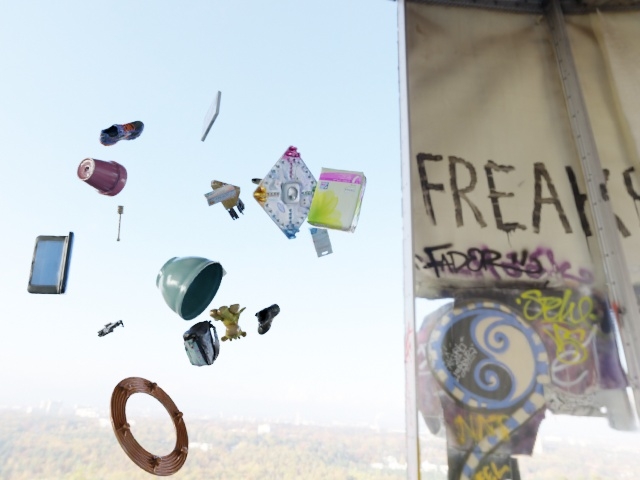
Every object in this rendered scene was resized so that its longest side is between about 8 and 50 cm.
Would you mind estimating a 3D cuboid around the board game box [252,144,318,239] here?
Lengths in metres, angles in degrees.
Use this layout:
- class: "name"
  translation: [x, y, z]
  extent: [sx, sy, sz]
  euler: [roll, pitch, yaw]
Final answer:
- class: "board game box"
  translation: [-0.155, -0.263, 2.276]
  extent: [0.050, 0.389, 0.390]
  euler: [11, -31, 43]

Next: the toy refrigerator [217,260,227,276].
- class: "toy refrigerator"
  translation: [-0.615, 0.216, 2.080]
  extent: [0.102, 0.269, 0.094]
  euler: [-19, -71, 40]

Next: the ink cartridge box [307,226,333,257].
- class: "ink cartridge box"
  translation: [0.000, 0.000, 2.380]
  extent: [0.105, 0.181, 0.061]
  euler: [-17, 13, -12]

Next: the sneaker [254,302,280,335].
- class: "sneaker"
  translation: [-0.317, 0.439, 2.207]
  extent: [0.130, 0.087, 0.227]
  euler: [-8, -39, -48]

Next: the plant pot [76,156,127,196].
- class: "plant pot"
  translation: [-1.172, -0.350, 2.159]
  extent: [0.202, 0.201, 0.180]
  euler: [-6, -14, 21]

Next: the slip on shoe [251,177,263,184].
- class: "slip on shoe"
  translation: [-0.359, -0.359, 2.480]
  extent: [0.136, 0.051, 0.041]
  euler: [14, -6, 7]

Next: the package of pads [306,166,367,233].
- class: "package of pads"
  translation: [0.085, -0.190, 1.910]
  extent: [0.230, 0.296, 0.101]
  euler: [10, -14, 20]

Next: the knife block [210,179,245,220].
- class: "knife block"
  translation: [-0.650, -0.271, 2.815]
  extent: [0.276, 0.088, 0.241]
  euler: [14, -64, -20]

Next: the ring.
- class: "ring"
  translation: [-0.527, 0.574, 1.287]
  extent: [0.032, 0.336, 0.336]
  euler: [-37, -31, 2]

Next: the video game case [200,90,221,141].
- class: "video game case"
  translation: [-0.531, -0.604, 1.968]
  extent: [0.023, 0.201, 0.183]
  euler: [21, -49, -28]

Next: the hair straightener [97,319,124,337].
- class: "hair straightener"
  translation: [-0.921, 0.396, 1.772]
  extent: [0.231, 0.089, 0.047]
  euler: [-17, -63, 39]

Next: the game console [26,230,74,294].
- class: "game console"
  translation: [-1.268, 0.106, 1.904]
  extent: [0.174, 0.292, 0.250]
  euler: [7, -12, -29]

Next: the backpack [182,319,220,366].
- class: "backpack"
  translation: [-0.512, 0.451, 1.742]
  extent: [0.115, 0.181, 0.152]
  euler: [-10, 13, 26]

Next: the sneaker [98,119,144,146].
- class: "sneaker"
  translation: [-0.943, -0.519, 1.932]
  extent: [0.221, 0.083, 0.087]
  euler: [-36, -4, -28]

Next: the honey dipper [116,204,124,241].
- class: "honey dipper"
  translation: [-0.878, -0.074, 1.777]
  extent: [0.031, 0.160, 0.030]
  euler: [0, -5, 0]

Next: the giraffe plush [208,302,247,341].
- class: "giraffe plush"
  translation: [-0.471, 0.438, 2.121]
  extent: [0.182, 0.170, 0.210]
  euler: [-17, -20, 12]

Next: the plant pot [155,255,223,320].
- class: "plant pot"
  translation: [-0.606, 0.188, 1.824]
  extent: [0.197, 0.292, 0.293]
  euler: [24, -19, 14]

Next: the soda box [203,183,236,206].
- class: "soda box"
  translation: [-0.598, -0.272, 2.422]
  extent: [0.183, 0.063, 0.058]
  euler: [-25, -39, -20]
